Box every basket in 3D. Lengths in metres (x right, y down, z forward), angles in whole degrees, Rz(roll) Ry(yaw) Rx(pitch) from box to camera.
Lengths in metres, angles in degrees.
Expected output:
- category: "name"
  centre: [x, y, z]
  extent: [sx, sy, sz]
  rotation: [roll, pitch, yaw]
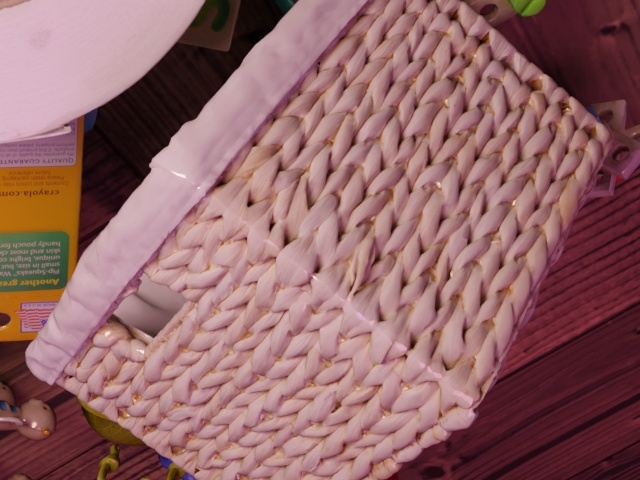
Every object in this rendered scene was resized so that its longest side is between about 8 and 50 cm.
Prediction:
- category: "basket"
  centre: [0.000, 0.000, 0.980]
  extent: [0.266, 0.331, 0.328]
  rotation: [38, 140, -5]

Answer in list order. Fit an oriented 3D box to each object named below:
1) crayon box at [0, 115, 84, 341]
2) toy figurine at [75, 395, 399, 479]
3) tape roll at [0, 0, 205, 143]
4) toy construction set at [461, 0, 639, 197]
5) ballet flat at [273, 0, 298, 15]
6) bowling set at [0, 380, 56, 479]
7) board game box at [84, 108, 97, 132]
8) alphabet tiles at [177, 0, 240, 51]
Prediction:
- category: "crayon box"
  centre: [-0.305, -0.055, 1.054]
  extent: [0.203, 0.083, 0.323]
  rotation: [-2, 130, -16]
- category: "toy figurine"
  centre: [-0.103, 0.272, 1.385]
  extent: [0.363, 0.191, 0.217]
  rotation: [6, 132, -21]
- category: "tape roll"
  centre: [-0.243, -0.255, 0.837]
  extent: [0.392, 0.072, 0.392]
  rotation: [-7, 112, -18]
- category: "toy construction set"
  centre: [0.156, -0.159, 1.127]
  extent: [0.215, 0.151, 0.327]
  rotation: [-34, 120, 12]
- category: "ballet flat"
  centre: [-0.052, -0.257, 1.030]
  extent: [0.070, 0.070, 0.188]
  rotation: [-35, 133, 13]
- category: "bowling set"
  centre: [-0.325, 0.177, 1.237]
  extent: [0.154, 0.287, 0.199]
  rotation: [20, 88, -38]
- category: "board game box"
  centre: [-0.278, -0.126, 1.080]
  extent: [0.169, 0.033, 0.133]
  rotation: [-26, 133, 5]
- category: "alphabet tiles"
  centre: [-0.141, -0.295, 0.919]
  extent: [0.343, 0.011, 0.285]
  rotation: [7, 107, -26]
